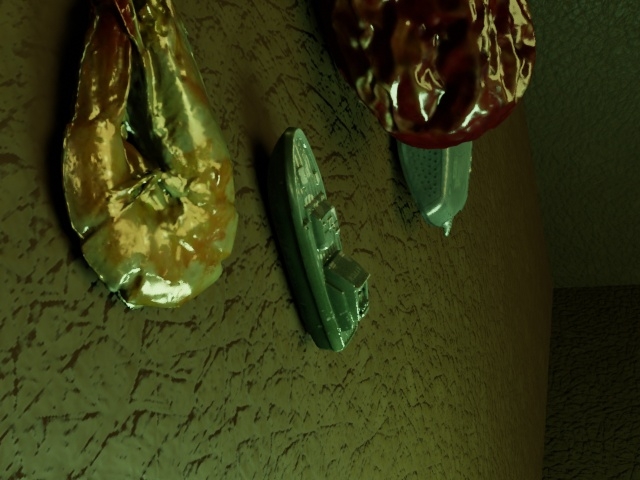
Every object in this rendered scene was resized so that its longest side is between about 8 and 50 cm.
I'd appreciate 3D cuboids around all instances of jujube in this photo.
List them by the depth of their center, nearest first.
[{"bbox_3d":[0.133,-0.314,0.871,0.276,0.276,0.377,-42,119,-60],"label":"jujube"}]

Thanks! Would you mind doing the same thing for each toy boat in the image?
[{"bbox_3d":[0.000,0.000,0.724,0.078,0.085,0.261,-48,128,-57],"label":"toy boat"}]

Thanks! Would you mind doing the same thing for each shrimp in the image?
[{"bbox_3d":[-0.135,-0.090,0.486,0.154,0.062,0.294,-23,105,-51],"label":"shrimp"}]

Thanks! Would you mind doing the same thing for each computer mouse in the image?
[{"bbox_3d":[0.199,-0.192,1.147,0.188,0.121,0.371,-11,102,-61],"label":"computer mouse"}]

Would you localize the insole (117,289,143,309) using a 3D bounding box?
[{"bbox_3d":[-0.130,-0.027,0.548,0.064,0.004,0.188,56,38,-48],"label":"insole"}]
